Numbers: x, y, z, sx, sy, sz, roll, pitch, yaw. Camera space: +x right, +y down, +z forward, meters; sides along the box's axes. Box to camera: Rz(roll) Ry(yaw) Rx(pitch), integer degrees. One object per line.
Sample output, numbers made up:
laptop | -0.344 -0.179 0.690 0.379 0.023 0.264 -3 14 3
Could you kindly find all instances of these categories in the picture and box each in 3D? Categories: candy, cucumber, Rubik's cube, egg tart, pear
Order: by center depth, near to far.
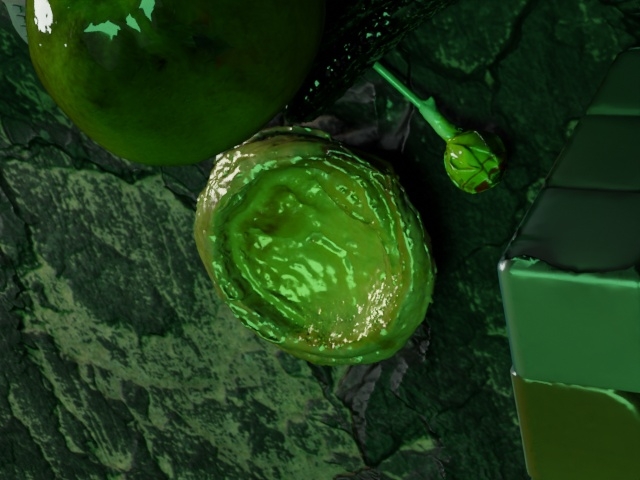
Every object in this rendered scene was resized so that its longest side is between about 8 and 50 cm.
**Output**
Rubik's cube | 0.372 0.072 1.373 0.347 0.346 0.344 7 129 27
pear | -0.128 -0.197 1.503 0.269 0.269 0.321 20 176 16
cucumber | 0.034 -0.184 1.556 0.067 0.067 0.245 47 131 -10
candy | 0.098 -0.121 1.595 0.194 0.058 0.062 44 127 4
egg tart | 0.000 0.000 1.718 0.279 0.095 0.279 13 125 20

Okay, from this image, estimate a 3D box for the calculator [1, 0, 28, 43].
calculator | -0.284 -0.258 1.726 0.103 0.024 0.166 12 132 23
